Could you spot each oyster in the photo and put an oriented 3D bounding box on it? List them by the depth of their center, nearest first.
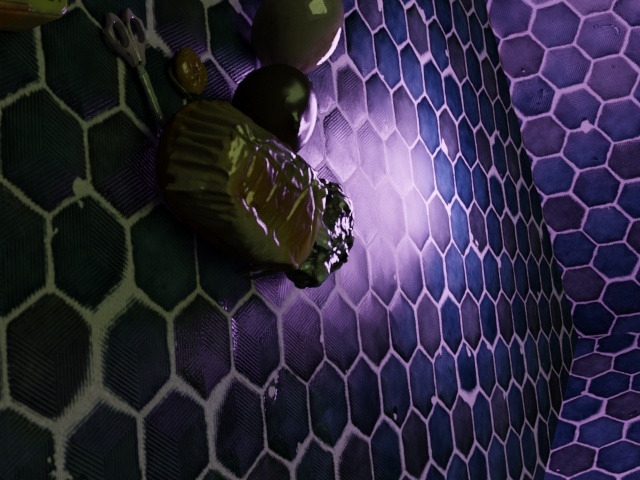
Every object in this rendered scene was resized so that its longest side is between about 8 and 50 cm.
[{"bbox_3d":[-0.003,0.000,1.876,0.162,0.158,0.351,34,27,-10],"label":"oyster"}]

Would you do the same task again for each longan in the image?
[{"bbox_3d":[-0.085,-0.247,1.764,0.189,0.189,0.189,31,54,-56],"label":"longan"}]

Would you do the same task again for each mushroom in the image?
[{"bbox_3d":[-0.056,-0.450,1.886,0.209,0.206,0.206,58,27,5],"label":"mushroom"}]

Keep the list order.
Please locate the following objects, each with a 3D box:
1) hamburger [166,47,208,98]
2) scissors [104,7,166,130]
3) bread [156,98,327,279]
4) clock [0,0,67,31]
[{"bbox_3d":[-0.231,-0.294,1.633,0.083,0.044,0.076,48,40,-42],"label":"hamburger"},{"bbox_3d":[-0.294,-0.275,1.528,0.110,0.021,0.212,-48,123,-61],"label":"scissors"},{"bbox_3d":[-0.133,-0.094,1.620,0.236,0.183,0.388,-65,151,-19],"label":"bread"},{"bbox_3d":[-0.434,-0.350,1.205,0.202,0.096,0.143,-13,95,-62],"label":"clock"}]
